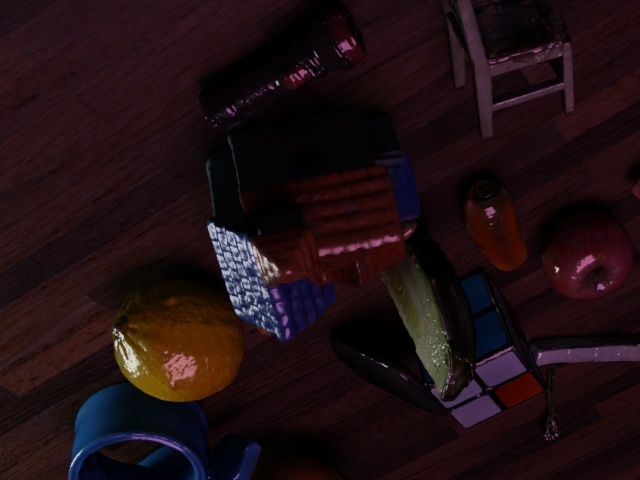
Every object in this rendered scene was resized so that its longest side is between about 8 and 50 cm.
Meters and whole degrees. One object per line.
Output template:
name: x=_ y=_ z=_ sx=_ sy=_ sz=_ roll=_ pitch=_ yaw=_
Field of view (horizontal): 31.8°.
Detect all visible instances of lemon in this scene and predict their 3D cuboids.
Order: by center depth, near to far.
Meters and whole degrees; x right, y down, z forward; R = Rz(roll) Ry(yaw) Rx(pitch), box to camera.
lemon: x=-0.221 y=0.155 z=1.751 sx=0.231 sy=0.192 sz=0.192 roll=10 pitch=132 yaw=-35

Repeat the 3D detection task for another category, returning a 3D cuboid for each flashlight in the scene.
flashlight: x=-0.053 y=-0.220 z=1.479 sx=0.232 sy=0.093 sz=0.093 roll=-29 pitch=136 yaw=15

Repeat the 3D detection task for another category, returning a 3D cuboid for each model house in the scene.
model house: x=0.000 y=0.000 z=1.518 sx=0.295 sy=0.329 sz=0.251 roll=-12 pitch=117 yaw=-2

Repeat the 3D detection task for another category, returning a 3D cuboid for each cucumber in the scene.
cucumber: x=0.178 y=0.098 z=1.716 sx=0.105 sy=0.325 sz=0.145 roll=3 pitch=128 yaw=-19

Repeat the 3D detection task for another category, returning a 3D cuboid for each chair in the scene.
chair: x=0.240 y=-0.282 z=1.463 sx=0.147 sy=0.136 sz=0.270 roll=-18 pitch=137 yaw=0

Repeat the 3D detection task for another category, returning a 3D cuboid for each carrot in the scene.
carrot: x=0.276 y=-0.019 z=1.794 sx=0.087 sy=0.087 sz=0.193 roll=-21 pitch=140 yaw=5

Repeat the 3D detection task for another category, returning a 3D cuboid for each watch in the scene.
watch: x=-0.276 y=0.376 z=1.964 sx=0.305 sy=0.241 sz=0.274 roll=-26 pitch=123 yaw=11

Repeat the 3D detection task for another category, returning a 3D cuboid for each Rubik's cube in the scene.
Rubik's cube: x=0.264 y=0.188 z=1.940 sx=0.167 sy=0.183 sz=0.180 roll=-27 pitch=135 yaw=14

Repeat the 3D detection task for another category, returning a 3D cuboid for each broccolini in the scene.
broccolini: x=0.469 y=0.330 z=2.266 sx=0.042 sy=0.044 sz=0.218 roll=-1 pitch=133 yaw=7

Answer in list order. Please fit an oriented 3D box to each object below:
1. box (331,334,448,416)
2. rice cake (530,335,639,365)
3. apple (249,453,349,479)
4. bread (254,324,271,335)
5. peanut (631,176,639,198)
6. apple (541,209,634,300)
box: x=0.122 y=0.236 z=1.956 sx=0.212 sy=0.201 sz=0.042 roll=44 pitch=73 yaw=-42
rice cake: x=0.513 y=0.208 z=2.136 sx=0.245 sy=0.042 sz=0.045 roll=0 pitch=123 yaw=-16
apple: x=-0.050 y=0.569 z=2.146 sx=0.319 sy=0.319 sz=0.277 roll=-3 pitch=151 yaw=-13
bread: x=-0.034 y=0.049 z=1.774 sx=0.105 sy=0.076 sz=0.233 roll=21 pitch=118 yaw=-30
peanut: x=0.574 y=-0.094 z=1.812 sx=0.152 sy=0.076 sz=0.076 roll=-9 pitch=138 yaw=-11
apple: x=0.440 y=0.021 z=1.859 sx=0.153 sy=0.120 sz=0.153 roll=-7 pitch=131 yaw=-8
